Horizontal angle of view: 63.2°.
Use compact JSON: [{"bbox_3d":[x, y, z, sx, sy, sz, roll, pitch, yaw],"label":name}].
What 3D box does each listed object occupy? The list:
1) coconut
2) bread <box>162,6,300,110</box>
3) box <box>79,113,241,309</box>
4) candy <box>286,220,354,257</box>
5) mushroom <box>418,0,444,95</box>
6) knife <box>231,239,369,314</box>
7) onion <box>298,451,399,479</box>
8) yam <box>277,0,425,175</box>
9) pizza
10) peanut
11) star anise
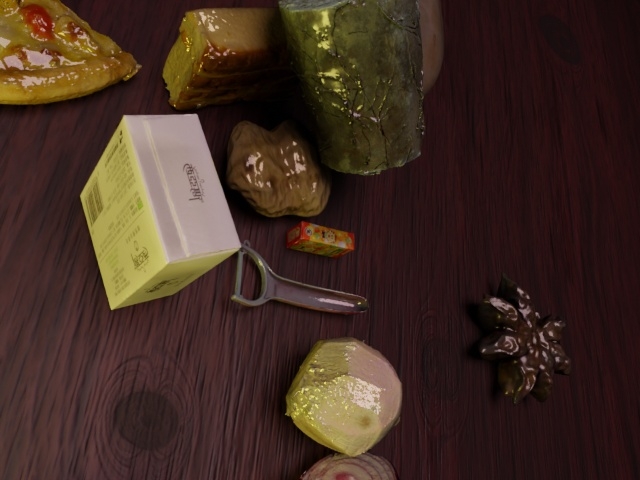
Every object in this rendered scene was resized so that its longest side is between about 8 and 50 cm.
[{"bbox_3d":[0.050,0.260,0.866,0.194,0.194,0.194,13,65,-30],"label":"coconut"},{"bbox_3d":[-0.137,-0.335,0.971,0.274,0.185,0.114,-19,79,-39],"label":"bread"},{"bbox_3d":[-0.239,-0.030,0.732,0.111,0.260,0.194,-12,80,-41],"label":"box"},{"bbox_3d":[0.000,0.000,1.005,0.122,0.062,0.038,12,66,-30],"label":"candy"},{"bbox_3d":[0.119,-0.464,1.151,0.362,0.294,0.362,-4,90,-69],"label":"mushroom"},{"bbox_3d":[-0.036,0.087,0.953,0.278,0.053,0.123,19,58,-28],"label":"knife"},{"bbox_3d":[0.063,0.432,0.785,0.195,0.218,0.140,-2,102,-48],"label":"onion"},{"bbox_3d":[0.067,-0.302,0.904,0.241,0.241,0.348,-43,132,-38],"label":"yam"},{"bbox_3d":[-0.470,-0.347,0.816,0.280,0.075,0.288,-37,95,-39],"label":"pizza"},{"bbox_3d":[-0.078,-0.135,0.976,0.233,0.110,0.197,-8,81,-36],"label":"peanut"},{"bbox_3d":[0.477,0.226,1.212,0.315,0.108,0.315,8,70,-24],"label":"star anise"}]
